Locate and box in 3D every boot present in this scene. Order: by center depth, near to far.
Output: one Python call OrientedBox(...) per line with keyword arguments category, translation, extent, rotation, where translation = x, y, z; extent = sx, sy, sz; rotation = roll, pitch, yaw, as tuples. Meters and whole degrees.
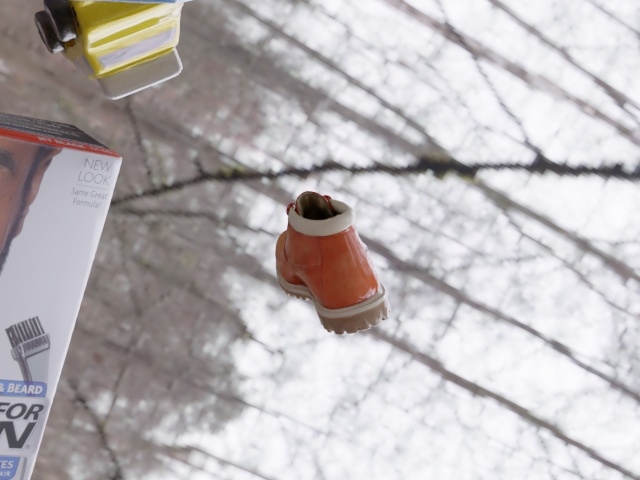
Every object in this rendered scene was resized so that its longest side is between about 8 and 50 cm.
OrientedBox(category="boot", translation=(0.000, 0.000, 0.967), extent=(0.059, 0.084, 0.158), rotation=(-23, -162, -12))

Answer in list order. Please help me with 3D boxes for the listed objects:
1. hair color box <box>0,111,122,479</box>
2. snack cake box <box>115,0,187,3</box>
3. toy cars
OrientedBox(category="hair color box", translation=(-0.149, 0.031, 0.566), extent=(0.053, 0.093, 0.167), rotation=(30, -74, 52))
OrientedBox(category="snack cake box", translation=(-0.170, -0.174, 0.741), extent=(0.152, 0.264, 0.089), rotation=(-42, 134, -69))
OrientedBox(category="toy cars", translation=(-0.068, -0.181, 1.032), extent=(0.394, 0.087, 0.176), rotation=(-17, -170, 35))
